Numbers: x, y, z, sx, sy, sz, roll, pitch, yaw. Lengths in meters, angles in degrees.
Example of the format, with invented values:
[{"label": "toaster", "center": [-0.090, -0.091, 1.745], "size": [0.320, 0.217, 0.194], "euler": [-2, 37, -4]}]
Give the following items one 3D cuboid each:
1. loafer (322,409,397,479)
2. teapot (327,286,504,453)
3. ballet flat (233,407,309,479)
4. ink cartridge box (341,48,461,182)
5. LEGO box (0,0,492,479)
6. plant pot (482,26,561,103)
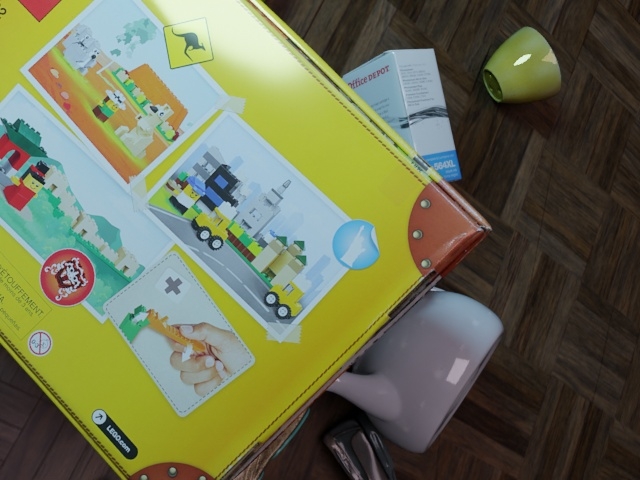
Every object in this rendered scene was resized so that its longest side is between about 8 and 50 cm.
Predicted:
[{"label": "loafer", "center": [0.084, 0.390, 1.048], "size": [0.084, 0.096, 0.267], "euler": [-22, 90, -11]}, {"label": "teapot", "center": [0.134, 0.163, 1.015], "size": [0.187, 0.256, 0.252], "euler": [33, 81, 20]}, {"label": "ballet flat", "center": [-0.094, 0.289, 0.956], "size": [0.067, 0.073, 0.206], "euler": [40, 63, -6]}, {"label": "ink cartridge box", "center": [0.121, -0.176, 1.074], "size": [0.086, 0.148, 0.203], "euler": [-13, 92, -30]}, {"label": "LEGO box", "center": [-0.152, -0.051, 0.688], "size": [0.372, 0.193, 0.500], "euler": [-44, 83, 1]}, {"label": "plant pot", "center": [0.347, -0.296, 1.240], "size": [0.095, 0.134, 0.134], "euler": [-28, 101, -3]}]
